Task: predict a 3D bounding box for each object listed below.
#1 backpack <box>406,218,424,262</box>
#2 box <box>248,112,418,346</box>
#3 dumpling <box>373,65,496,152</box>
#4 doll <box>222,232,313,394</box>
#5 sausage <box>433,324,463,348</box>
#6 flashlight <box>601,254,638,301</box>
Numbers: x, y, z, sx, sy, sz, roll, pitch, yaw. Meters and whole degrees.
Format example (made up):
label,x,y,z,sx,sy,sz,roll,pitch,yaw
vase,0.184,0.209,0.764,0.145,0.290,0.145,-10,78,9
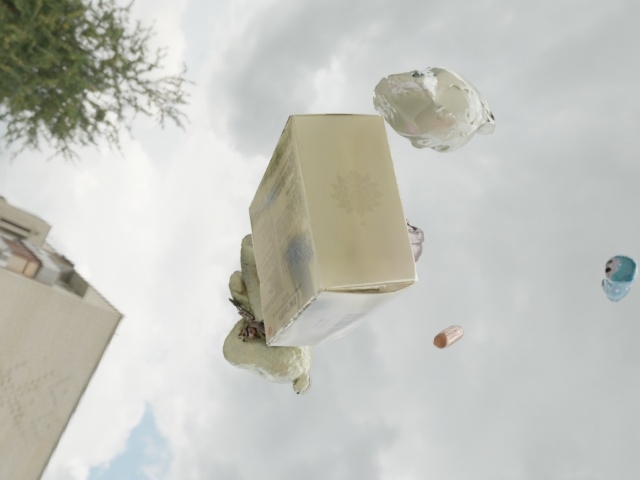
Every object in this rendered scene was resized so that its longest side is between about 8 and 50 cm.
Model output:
label,x,y,z,sx,sy,sz,roll,pitch,yaw
backpack,0.081,-0.005,1.240,0.229,0.229,0.139,11,-84,54
box,0.000,0.000,0.671,0.212,0.095,0.168,129,-43,-64
dumpling,0.147,-0.167,0.919,0.127,0.188,0.108,-30,-128,48
doll,-0.088,0.121,1.114,0.175,0.149,0.278,-127,-149,-51
sausage,0.249,0.187,1.332,0.034,0.083,0.034,10,-74,36
flashlight,0.470,0.065,1.076,0.051,0.129,0.051,-9,-120,16
